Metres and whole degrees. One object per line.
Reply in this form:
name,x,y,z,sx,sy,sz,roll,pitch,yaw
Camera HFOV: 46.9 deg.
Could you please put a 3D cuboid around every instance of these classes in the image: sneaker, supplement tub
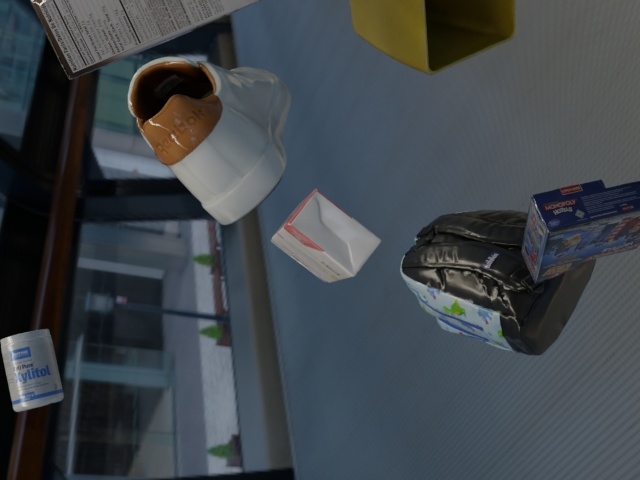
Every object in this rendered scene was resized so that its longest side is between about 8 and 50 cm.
sneaker,-0.097,-0.125,0.646,0.106,0.123,0.290,-43,23,10
supplement tub,-0.417,0.188,1.065,0.071,0.071,0.107,-26,78,63

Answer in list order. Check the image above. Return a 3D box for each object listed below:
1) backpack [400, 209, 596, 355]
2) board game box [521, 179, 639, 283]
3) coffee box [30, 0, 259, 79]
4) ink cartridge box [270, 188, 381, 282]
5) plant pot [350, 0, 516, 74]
backpack,0.323,0.068,1.432,0.356,0.273,0.290,18,62,38
board game box,0.366,-0.012,1.035,0.194,0.194,0.060,97,158,-64
coffee box,-0.220,-0.342,1.027,0.168,0.297,0.118,-70,-40,-64
ink cartridge box,0.000,0.000,1.061,0.067,0.115,0.198,-53,6,-13
plant pot,0.155,-0.393,1.120,0.187,0.212,0.212,22,132,44
